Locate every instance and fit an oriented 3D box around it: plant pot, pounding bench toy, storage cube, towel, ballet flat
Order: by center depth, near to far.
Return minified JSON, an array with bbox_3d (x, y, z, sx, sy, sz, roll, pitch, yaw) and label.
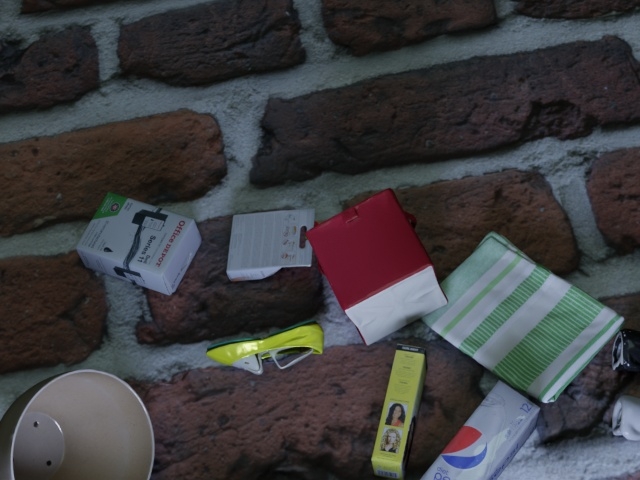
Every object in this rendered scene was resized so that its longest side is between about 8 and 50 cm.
[{"bbox_3d":[-0.464,0.372,1.803,0.191,0.284,0.284,-8,48,45],"label":"plant pot"},{"bbox_3d":[0.377,0.142,1.945,0.248,0.038,0.325,-43,57,-16],"label":"towel"},{"bbox_3d":[0.112,0.052,1.951,0.215,0.183,0.193,-27,58,2],"label":"storage cube"},{"bbox_3d":[-0.103,0.215,1.957,0.231,0.077,0.077,-13,74,-5],"label":"ballet flat"},{"bbox_3d":[0.000,0.000,2.091,0.065,0.052,0.083,1,58,7],"label":"pounding bench toy"}]

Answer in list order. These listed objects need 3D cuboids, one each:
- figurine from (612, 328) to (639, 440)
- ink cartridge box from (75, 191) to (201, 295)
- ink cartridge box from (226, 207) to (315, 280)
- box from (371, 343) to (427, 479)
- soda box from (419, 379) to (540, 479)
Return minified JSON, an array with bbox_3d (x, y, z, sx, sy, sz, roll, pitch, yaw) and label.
[{"bbox_3d":[0.640,0.274,1.833,0.210,0.092,0.214,7,59,5],"label":"figurine"},{"bbox_3d":[-0.373,0.005,2.106,0.209,0.087,0.153,17,61,15],"label":"ink cartridge box"},{"bbox_3d":[-0.098,0.007,2.090,0.179,0.045,0.145,-3,57,11],"label":"ink cartridge box"},{"bbox_3d":[0.147,0.312,1.858,0.058,0.087,0.232,7,60,13],"label":"box"},{"bbox_3d":[0.267,0.389,1.788,0.091,0.098,0.286,34,67,24],"label":"soda box"}]
